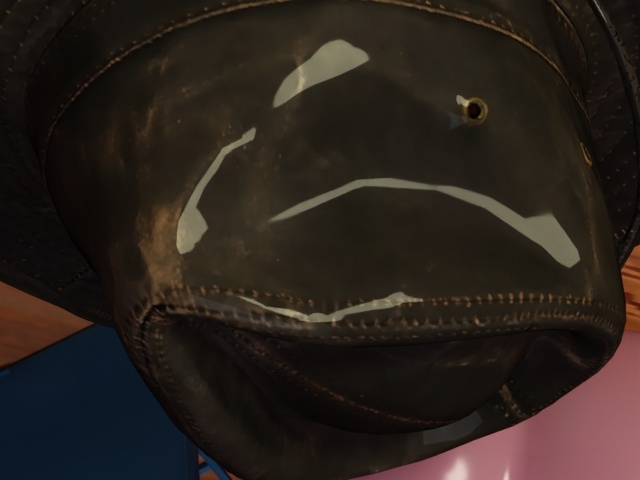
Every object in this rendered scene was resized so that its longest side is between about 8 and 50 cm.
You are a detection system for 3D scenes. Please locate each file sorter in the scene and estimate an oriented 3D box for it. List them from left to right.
[{"bbox_3d":[-0.083,0.126,0.602,0.118,0.170,0.104,-26,123,11],"label":"file sorter"}]

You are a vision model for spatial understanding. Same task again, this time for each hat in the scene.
[{"bbox_3d":[0.000,0.000,0.446,0.331,0.134,0.331,-3,148,-2],"label":"hat"}]

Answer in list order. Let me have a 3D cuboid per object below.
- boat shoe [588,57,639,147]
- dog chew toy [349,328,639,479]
[{"bbox_3d":[0.031,-0.107,0.505,0.306,0.113,0.105,24,131,-33],"label":"boat shoe"},{"bbox_3d":[0.143,0.132,0.615,0.332,0.206,0.206,12,120,-4],"label":"dog chew toy"}]
